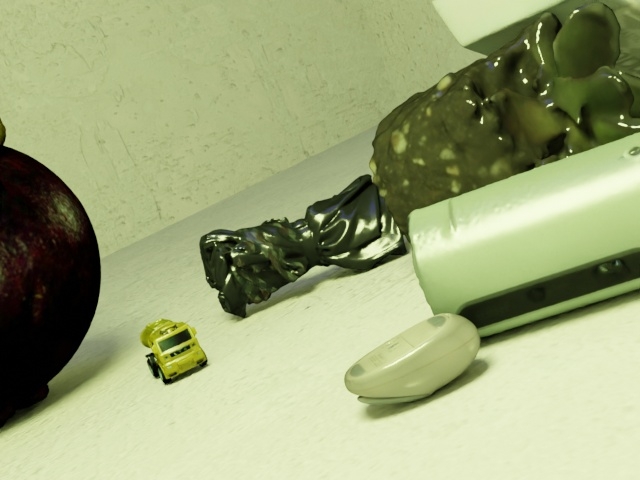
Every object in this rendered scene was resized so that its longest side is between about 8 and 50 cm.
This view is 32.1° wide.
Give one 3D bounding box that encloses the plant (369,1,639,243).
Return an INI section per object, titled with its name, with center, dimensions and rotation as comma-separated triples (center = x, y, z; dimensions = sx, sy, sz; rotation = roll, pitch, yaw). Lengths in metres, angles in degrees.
[plant]
center = 0.198, -0.096, 1.085
dimensions = 0.276, 0.199, 0.188
rotation = -22, 13, 33

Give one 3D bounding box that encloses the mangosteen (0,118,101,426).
[mangosteen]
center = -0.448, 0.006, 1.231
dimensions = 0.382, 0.435, 0.382
rotation = -25, 7, 3

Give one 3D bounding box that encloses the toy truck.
[toy truck]
center = -0.149, 0.108, 1.117
dimensions = 0.049, 0.054, 0.083
rotation = -25, 9, -19

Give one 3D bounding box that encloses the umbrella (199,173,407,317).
[umbrella]
center = -0.001, 0.000, 1.281
dimensions = 0.272, 0.110, 0.122
rotation = -19, 7, -11

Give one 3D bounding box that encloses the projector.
[projector]
center = 0.232, -0.025, 0.772
dimensions = 0.337, 0.108, 0.108
rotation = -20, 8, 19

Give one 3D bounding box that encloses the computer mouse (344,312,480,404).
[computer mouse]
center = 0.065, 0.085, 0.749
dimensions = 0.096, 0.039, 0.066
rotation = -31, 8, -3

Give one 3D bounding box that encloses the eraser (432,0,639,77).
[eraser]
center = 0.336, -0.224, 1.251
dimensions = 0.396, 0.082, 0.213
rotation = 10, -18, -41
